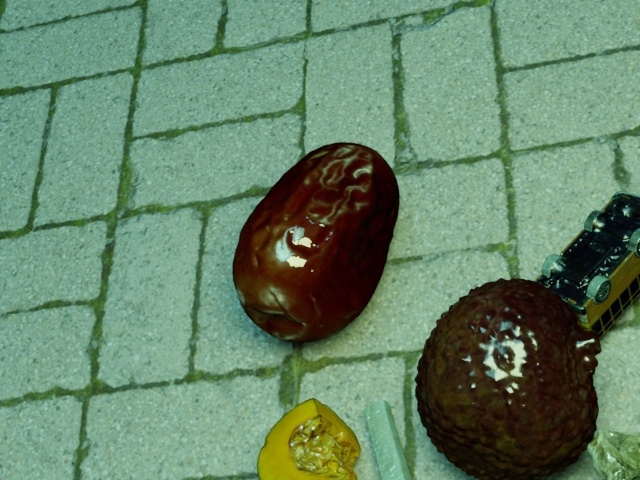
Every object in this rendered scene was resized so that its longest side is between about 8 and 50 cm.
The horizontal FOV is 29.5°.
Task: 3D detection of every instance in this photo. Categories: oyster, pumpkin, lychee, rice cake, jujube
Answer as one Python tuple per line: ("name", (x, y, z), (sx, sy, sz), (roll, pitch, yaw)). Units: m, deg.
("oyster", (0.450, 0.327, 1.439), (0.112, 0.198, 0.267), (-61, 36, 22))
("pumpkin", (0.006, 0.341, 1.594), (0.126, 0.131, 0.248), (-34, 37, 8))
("lychee", (0.239, 0.178, 1.564), (0.261, 0.260, 0.260), (-9, 55, 14))
("rice cake", (0.103, 0.328, 1.636), (0.042, 0.045, 0.245), (-19, 54, 8))
("jujube", (0.000, 0.000, 1.789), (0.223, 0.223, 0.318), (11, 52, 26))

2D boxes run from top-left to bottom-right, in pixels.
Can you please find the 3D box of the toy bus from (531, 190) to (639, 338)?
("toy bus", (0.395, 0.038, 1.673), (0.201, 0.114, 0.098), (-44, 45, -18))
